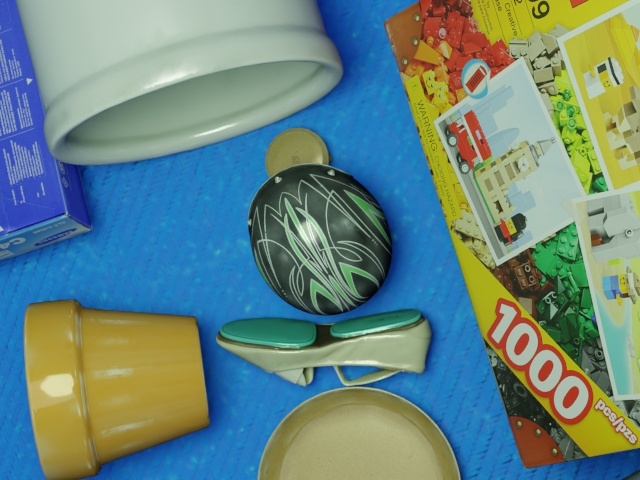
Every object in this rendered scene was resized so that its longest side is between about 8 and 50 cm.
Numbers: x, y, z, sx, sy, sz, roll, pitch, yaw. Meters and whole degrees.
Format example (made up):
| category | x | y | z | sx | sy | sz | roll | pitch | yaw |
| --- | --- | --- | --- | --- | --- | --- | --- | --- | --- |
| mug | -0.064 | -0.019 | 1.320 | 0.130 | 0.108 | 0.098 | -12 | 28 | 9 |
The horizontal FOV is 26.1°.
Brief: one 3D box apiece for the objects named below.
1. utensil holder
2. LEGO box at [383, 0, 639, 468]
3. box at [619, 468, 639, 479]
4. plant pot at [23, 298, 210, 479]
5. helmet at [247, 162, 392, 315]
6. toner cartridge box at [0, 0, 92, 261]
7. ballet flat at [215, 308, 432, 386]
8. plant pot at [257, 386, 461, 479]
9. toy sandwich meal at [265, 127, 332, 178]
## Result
| category | x | y | z | sx | sy | sz | roll | pitch | yaw |
| --- | --- | --- | --- | --- | --- | --- | --- | --- | --- |
| utensil holder | -0.184 | -0.315 | 1.502 | 0.327 | 0.327 | 0.385 | -17 | 84 | 10 |
| LEGO box | 0.317 | -0.059 | 1.374 | 0.372 | 0.193 | 0.500 | -23 | 82 | 48 |
| box | 0.287 | 0.413 | 1.363 | 0.395 | 0.212 | 0.293 | -30 | 75 | 0 |
| plant pot | -0.225 | 0.161 | 1.566 | 0.188 | 0.205 | 0.205 | -7 | 87 | -5 |
| helmet | 0.000 | 0.000 | 1.536 | 0.169 | 0.161 | 0.169 | 0 | 88 | 10 |
| toner cartridge box | -0.392 | -0.153 | 1.626 | 0.165 | 0.075 | 0.348 | -18 | 73 | 11 |
| ballet flat | 0.005 | 0.130 | 1.578 | 0.248 | 0.086 | 0.086 | -4 | 87 | 10 |
| plant pot | 0.046 | 0.285 | 1.584 | 0.236 | 0.032 | 0.236 | 0 | 88 | 11 |
| toy sandwich meal | -0.023 | -0.091 | 1.613 | 0.085 | 0.029 | 0.085 | -1 | 85 | 14 |
